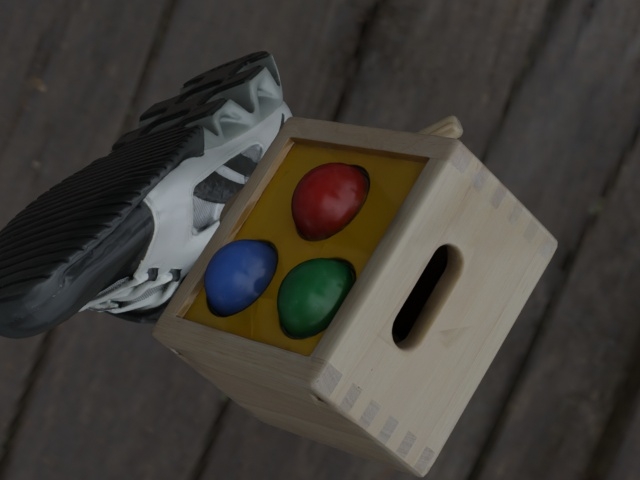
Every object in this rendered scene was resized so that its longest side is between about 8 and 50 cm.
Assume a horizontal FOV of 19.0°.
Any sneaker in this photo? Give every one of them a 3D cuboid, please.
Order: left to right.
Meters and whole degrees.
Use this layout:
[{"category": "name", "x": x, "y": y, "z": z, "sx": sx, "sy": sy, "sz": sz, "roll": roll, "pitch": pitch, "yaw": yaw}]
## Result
[{"category": "sneaker", "x": -0.088, "y": 0.003, "z": 1.208, "sx": 0.330, "sy": 0.122, "sz": 0.146, "roll": -43, "pitch": 114, "yaw": -52}]

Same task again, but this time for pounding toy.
[{"category": "pounding toy", "x": 0.001, "y": -0.008, "z": 0.909, "sx": 0.094, "sy": 0.206, "sz": 0.181, "roll": 42, "pitch": 72, "yaw": -35}]
